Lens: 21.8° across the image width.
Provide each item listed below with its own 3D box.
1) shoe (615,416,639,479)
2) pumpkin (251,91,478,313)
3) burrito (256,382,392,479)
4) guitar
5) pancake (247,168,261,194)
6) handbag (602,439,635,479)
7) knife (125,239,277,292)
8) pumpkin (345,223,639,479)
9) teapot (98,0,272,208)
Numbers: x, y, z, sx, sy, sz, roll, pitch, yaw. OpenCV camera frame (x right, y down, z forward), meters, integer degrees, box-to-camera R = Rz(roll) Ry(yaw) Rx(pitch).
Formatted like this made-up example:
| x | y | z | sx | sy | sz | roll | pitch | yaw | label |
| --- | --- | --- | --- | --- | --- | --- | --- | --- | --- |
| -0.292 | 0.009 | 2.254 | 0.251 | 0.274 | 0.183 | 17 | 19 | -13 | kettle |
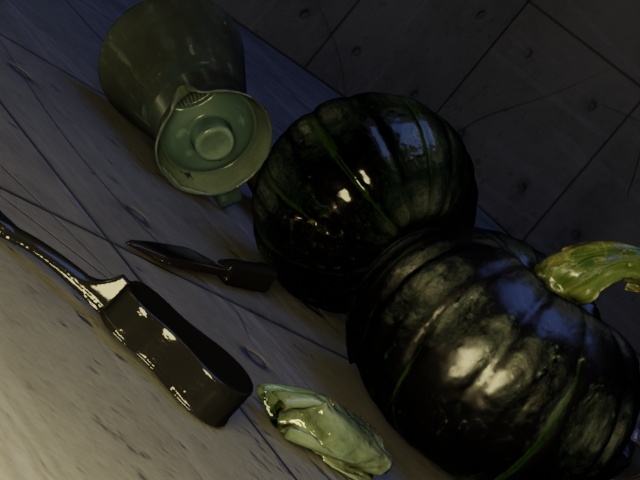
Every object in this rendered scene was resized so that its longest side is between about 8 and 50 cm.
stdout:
| x | y | z | sx | sy | sz | roll | pitch | yaw | label |
| --- | --- | --- | --- | --- | --- | --- | --- | --- | --- |
| 0.347 | 0.241 | 2.079 | 0.180 | 0.089 | 0.092 | 36 | 8 | -4 | shoe |
| 0.055 | -0.027 | 1.716 | 0.250 | 0.250 | 0.216 | 29 | 15 | -51 | pumpkin |
| 0.002 | 0.144 | 1.279 | 0.118 | 0.044 | 0.074 | 37 | 12 | -43 | burrito |
| -0.161 | 0.031 | 1.177 | 0.271 | 0.038 | 0.084 | 39 | 7 | 0 | guitar |
| 0.000 | 0.000 | 2.002 | 0.242 | 0.050 | 0.242 | 43 | 0 | 0 | pancake |
| 0.236 | 0.192 | 1.926 | 0.247 | 0.080 | 0.223 | 46 | 18 | 25 | handbag |
| -0.114 | 0.018 | 1.520 | 0.060 | 0.028 | 0.230 | 30 | 7 | 25 | knife |
| 0.176 | 0.088 | 1.527 | 0.296 | 0.296 | 0.296 | 38 | 9 | -7 | pumpkin |
| -0.142 | -0.149 | 1.855 | 0.225 | 0.171 | 0.203 | -119 | -172 | -51 | teapot |
